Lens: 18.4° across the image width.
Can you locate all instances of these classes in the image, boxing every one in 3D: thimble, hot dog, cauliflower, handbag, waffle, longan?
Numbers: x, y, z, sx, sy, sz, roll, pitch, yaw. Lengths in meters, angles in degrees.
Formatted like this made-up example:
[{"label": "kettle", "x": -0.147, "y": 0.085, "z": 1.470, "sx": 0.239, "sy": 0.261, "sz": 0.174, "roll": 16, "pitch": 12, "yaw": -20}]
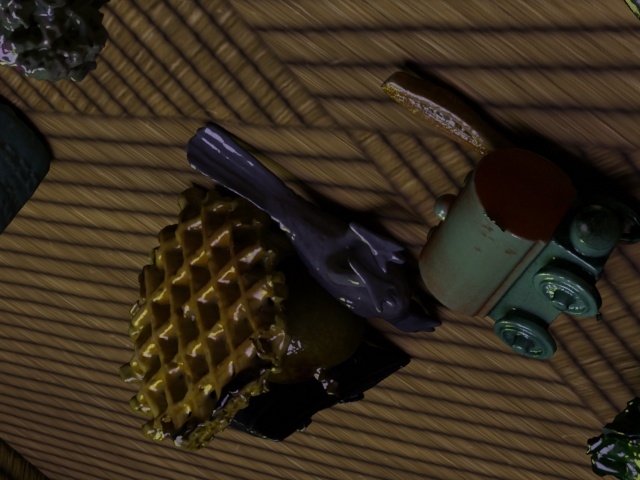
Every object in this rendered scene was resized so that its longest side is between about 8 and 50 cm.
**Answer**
[{"label": "thimble", "x": -0.451, "y": -0.094, "z": 2.438, "sx": 0.198, "sy": 0.143, "sz": 0.235, "roll": 35, "pitch": 161, "yaw": -7}, {"label": "hot dog", "x": 0.118, "y": -0.111, "z": 1.755, "sx": 0.137, "sy": 0.028, "sz": 0.044, "roll": 33, "pitch": 161, "yaw": -7}, {"label": "cauliflower", "x": -0.201, "y": -0.266, "z": 1.502, "sx": 0.256, "sy": 0.315, "sz": 0.239, "roll": 83, "pitch": 171, "yaw": -51}, {"label": "handbag", "x": -0.045, "y": 0.164, "z": 2.357, "sx": 0.211, "sy": 0.254, "sz": 0.088, "roll": 13, "pitch": 117, "yaw": 36}, {"label": "waffle", "x": -0.132, "y": 0.098, "z": 2.212, "sx": 0.060, "sy": 0.311, "sz": 0.307, "roll": 7, "pitch": -157, "yaw": -33}, {"label": "longan", "x": -0.021, "y": 0.100, "z": 2.239, "sx": 0.176, "sy": 0.145, "sz": 0.155, "roll": 69, "pitch": 156, "yaw": 11}]

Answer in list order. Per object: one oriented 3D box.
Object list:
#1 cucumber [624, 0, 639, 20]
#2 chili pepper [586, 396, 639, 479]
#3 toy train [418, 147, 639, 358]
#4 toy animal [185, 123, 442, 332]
[{"label": "cucumber", "x": 0.249, "y": -0.168, "z": 1.414, "sx": 0.105, "sy": 0.048, "sz": 0.048, "roll": 37, "pitch": 159, "yaw": -13}, {"label": "chili pepper", "x": 0.414, "y": 0.225, "z": 1.930, "sx": 0.385, "sy": 0.167, "sz": 0.213, "roll": 24, "pitch": 146, "yaw": 54}, {"label": "toy train", "x": 0.182, "y": 0.008, "z": 1.815, "sx": 0.177, "sy": 0.116, "sz": 0.285, "roll": 32, "pitch": 161, "yaw": 2}, {"label": "toy animal", "x": 0.025, "y": 0.015, "z": 2.083, "sx": 0.367, "sy": 0.081, "sz": 0.206, "roll": 39, "pitch": 174, "yaw": -23}]
